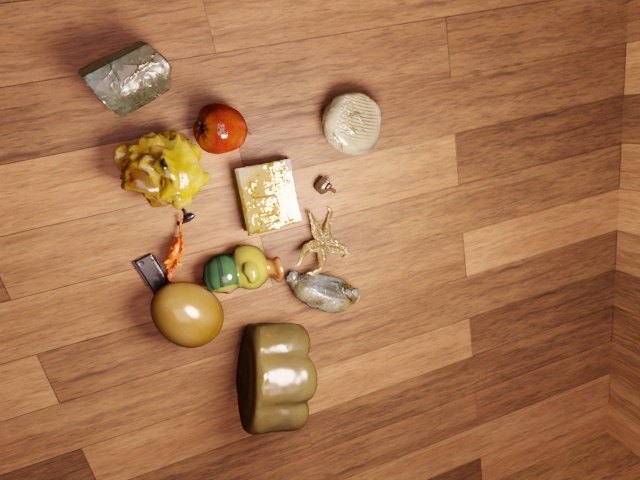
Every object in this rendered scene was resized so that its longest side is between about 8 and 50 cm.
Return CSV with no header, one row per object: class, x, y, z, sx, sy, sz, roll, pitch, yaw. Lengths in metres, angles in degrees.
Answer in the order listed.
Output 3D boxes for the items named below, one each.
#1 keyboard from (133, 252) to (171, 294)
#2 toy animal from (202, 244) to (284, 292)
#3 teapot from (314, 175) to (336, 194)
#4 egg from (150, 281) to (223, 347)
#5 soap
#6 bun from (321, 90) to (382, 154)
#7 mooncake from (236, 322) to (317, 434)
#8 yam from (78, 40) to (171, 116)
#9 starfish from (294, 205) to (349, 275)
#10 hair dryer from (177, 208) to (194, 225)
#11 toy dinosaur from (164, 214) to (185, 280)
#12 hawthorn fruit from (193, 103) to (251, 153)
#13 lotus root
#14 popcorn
keyboard,-0.689,0.166,1.712,0.094,0.025,0.230,-27,111,-10
toy animal,-0.327,0.118,1.721,0.338,0.216,0.191,-10,81,-10
teapot,0.029,-0.229,1.785,0.080,0.085,0.110,-48,132,3
egg,-0.541,0.299,1.660,0.250,0.250,0.322,-42,134,-2
soap,-0.217,-0.185,1.697,0.259,0.143,0.281,-15,104,-14
bun,0.125,-0.485,1.696,0.273,0.168,0.272,-3,97,-25
mooncake,-0.205,0.579,1.751,0.262,0.467,0.467,5,104,-24
yam,-0.662,-0.571,1.433,0.271,0.202,0.201,-38,133,-5
starfish,-0.002,0.000,1.826,0.299,0.060,0.302,-7,94,-34
hair dryer,-0.568,-0.109,1.675,0.079,0.031,0.083,-30,97,3
toy dinosaur,-0.587,0.043,1.653,0.070,0.117,0.288,14,107,-18
hawthorn fruit,-0.362,-0.424,1.569,0.225,0.196,0.196,-7,109,-40
lotus root,0.001,0.232,1.857,0.350,0.175,0.175,18,99,-13
popcorn,-0.578,-0.253,1.509,0.316,0.281,0.297,-27,94,-21
